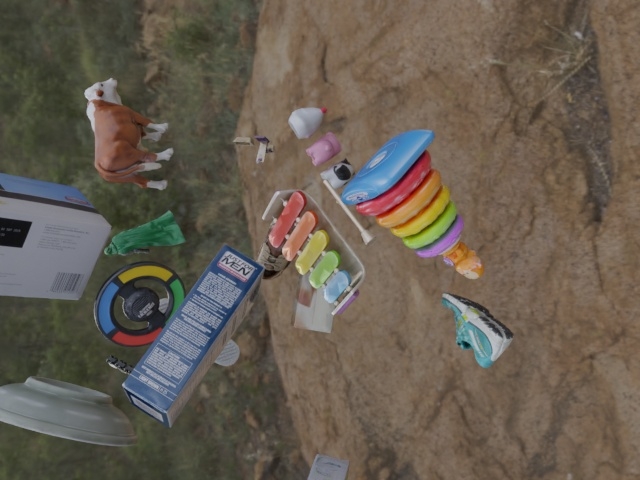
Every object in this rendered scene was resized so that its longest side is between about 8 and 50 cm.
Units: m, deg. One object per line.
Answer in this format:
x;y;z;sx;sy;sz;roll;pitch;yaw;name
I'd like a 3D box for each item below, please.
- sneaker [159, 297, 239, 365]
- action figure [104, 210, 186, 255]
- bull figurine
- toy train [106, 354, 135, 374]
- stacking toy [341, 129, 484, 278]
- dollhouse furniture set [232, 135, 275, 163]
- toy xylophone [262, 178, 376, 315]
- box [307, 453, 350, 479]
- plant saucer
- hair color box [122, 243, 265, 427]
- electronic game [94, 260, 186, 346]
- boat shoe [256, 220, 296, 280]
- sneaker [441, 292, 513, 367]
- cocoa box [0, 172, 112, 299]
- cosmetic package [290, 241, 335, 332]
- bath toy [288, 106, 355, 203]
-0.416;0.299;2.048;0.126;0.321;0.127;-54;18;-12;sneaker
-0.548;-0.003;1.932;0.137;0.232;0.063;53;150;33;action figure
-0.446;-0.242;1.447;0.101;0.188;0.310;-53;39;41;bull figurine
-0.570;0.367;1.819;0.158;0.027;0.036;9;130;43;toy train
0.196;-0.035;1.147;0.302;0.166;0.175;47;157;-15;stacking toy
-0.214;-0.274;1.971;0.114;0.091;0.081;6;79;21;dollhouse furniture set
0.000;0.000;1.464;0.323;0.081;0.236;48;139;21;toy xylophone
0.007;0.885;2.076;0.231;0.126;0.262;-39;-43;-78;box
-0.646;0.418;1.590;0.400;0.400;0.100;-5;66;55;plant saucer
-0.252;0.194;1.292;0.105;0.347;0.174;31;153;4;hair color box
-0.444;0.160;1.561;0.048;0.229;0.229;30;117;50;electronic game
-0.131;0.040;1.932;0.324;0.123;0.116;115;-179;-64;boat shoe
0.367;0.213;1.569;0.110;0.107;0.275;-64;21;14;sneaker
-0.746;-0.017;1.541;0.228;0.347;0.231;38;107;36;cocoa box
-0.010;0.150;2.097;0.153;0.129;0.296;141;139;-81;cosmetic package
0.029;-0.284;2.043;0.348;0.129;0.151;58;176;-12;bath toy
